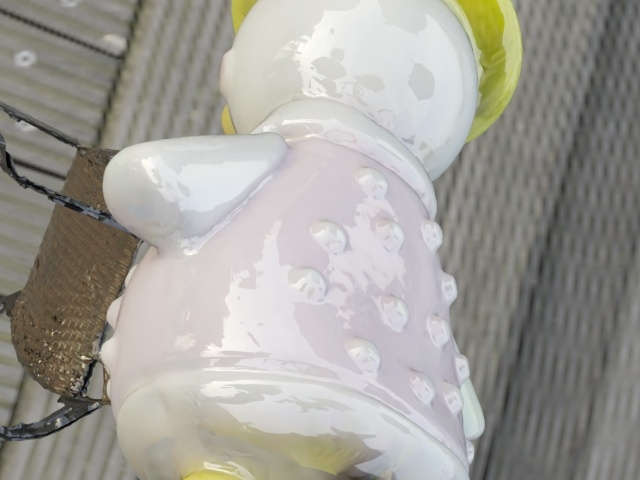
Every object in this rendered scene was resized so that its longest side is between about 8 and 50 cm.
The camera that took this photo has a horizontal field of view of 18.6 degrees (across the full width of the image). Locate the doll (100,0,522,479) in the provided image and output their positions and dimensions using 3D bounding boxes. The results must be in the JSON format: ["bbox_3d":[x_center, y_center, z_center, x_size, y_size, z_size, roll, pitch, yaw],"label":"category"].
[{"bbox_3d":[0.000,0.000,0.445,0.129,0.081,0.207,41,47,-40],"label":"doll"}]

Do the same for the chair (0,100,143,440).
[{"bbox_3d":[-0.102,0.004,0.907,0.213,0.174,0.149,8,113,-32],"label":"chair"}]
